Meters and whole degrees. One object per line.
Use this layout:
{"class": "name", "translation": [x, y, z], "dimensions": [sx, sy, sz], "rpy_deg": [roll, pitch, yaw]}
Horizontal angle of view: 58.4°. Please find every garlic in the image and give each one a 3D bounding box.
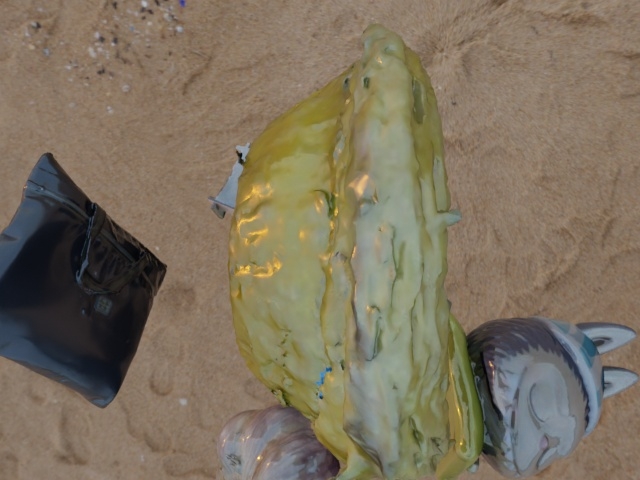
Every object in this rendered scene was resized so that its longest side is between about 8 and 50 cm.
{"class": "garlic", "translation": [-0.043, 0.333, 0.760], "dimensions": [0.244, 0.160, 0.245], "rpy_deg": [6, 98, 48]}

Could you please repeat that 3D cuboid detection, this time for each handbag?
{"class": "handbag", "translation": [-0.284, 0.055, 0.663], "dimensions": [0.088, 0.211, 0.254], "rpy_deg": [4, 150, 27]}

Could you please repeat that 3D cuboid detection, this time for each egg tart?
{"class": "egg tart", "translation": [0.027, 0.014, 0.492], "dimensions": [0.168, 0.388, 0.388], "rpy_deg": [0, 108, 9]}

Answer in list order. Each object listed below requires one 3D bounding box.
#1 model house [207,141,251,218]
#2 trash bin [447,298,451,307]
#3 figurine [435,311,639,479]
{"class": "model house", "translation": [0.000, 0.000, 0.950], "dimensions": [0.325, 0.244, 0.169], "rpy_deg": [20, 77, 14]}
{"class": "trash bin", "translation": [0.178, 0.147, 1.597], "dimensions": [0.343, 0.223, 0.158], "rpy_deg": [42, 115, 0]}
{"class": "figurine", "translation": [0.355, 0.274, 0.979], "dimensions": [0.377, 0.361, 0.267], "rpy_deg": [2, 71, -5]}
